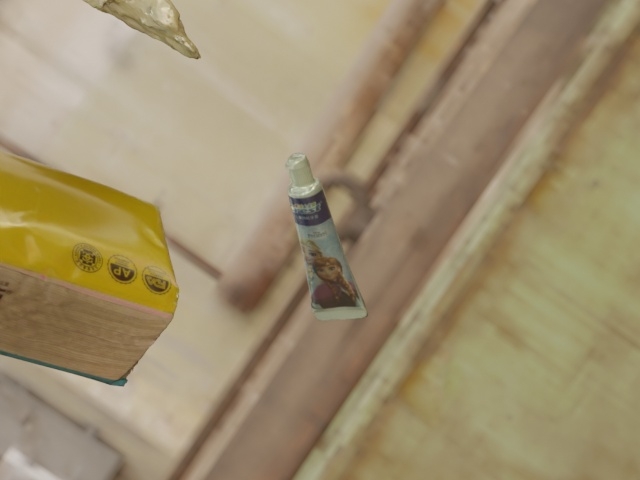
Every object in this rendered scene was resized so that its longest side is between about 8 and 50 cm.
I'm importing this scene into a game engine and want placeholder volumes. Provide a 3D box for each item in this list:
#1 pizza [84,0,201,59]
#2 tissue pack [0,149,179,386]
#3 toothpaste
[{"bbox_3d":[-0.136,-0.201,0.961,0.181,0.262,0.034,-39,-4,16],"label":"pizza"},{"bbox_3d":[-0.180,0.007,1.133,0.082,0.169,0.120,-57,29,28],"label":"tissue pack"},{"bbox_3d":[0.000,0.000,2.010,0.037,0.062,0.216,-69,-30,-50],"label":"toothpaste"}]
